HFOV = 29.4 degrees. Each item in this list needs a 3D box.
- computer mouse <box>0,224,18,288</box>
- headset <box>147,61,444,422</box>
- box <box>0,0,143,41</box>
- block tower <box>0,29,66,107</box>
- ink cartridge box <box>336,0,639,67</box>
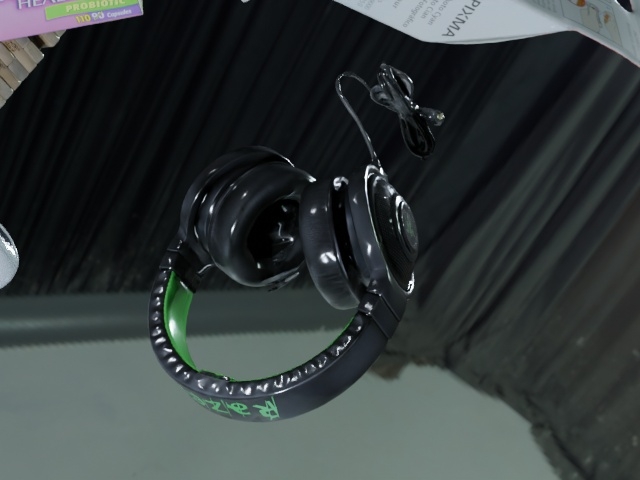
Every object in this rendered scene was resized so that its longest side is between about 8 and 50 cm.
[{"bbox_3d":[-0.371,-0.034,1.220,0.193,0.106,0.042,51,-8,9],"label":"computer mouse"},{"bbox_3d":[0.000,0.000,1.173,0.243,0.185,0.394,11,64,33],"label":"headset"},{"bbox_3d":[-0.330,-0.370,1.450,0.213,0.117,0.243,-11,53,2],"label":"box"},{"bbox_3d":[-0.410,-0.290,1.643,0.335,0.097,0.091,-55,126,-23],"label":"block tower"},{"bbox_3d":[0.158,-0.301,1.234,0.385,0.091,0.308,23,42,-21],"label":"ink cartridge box"}]
